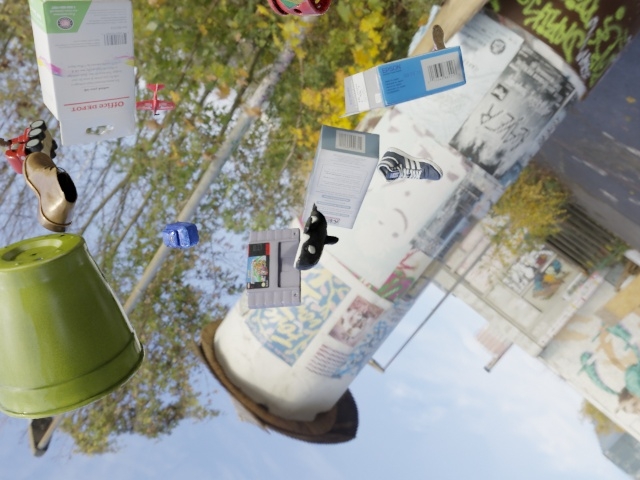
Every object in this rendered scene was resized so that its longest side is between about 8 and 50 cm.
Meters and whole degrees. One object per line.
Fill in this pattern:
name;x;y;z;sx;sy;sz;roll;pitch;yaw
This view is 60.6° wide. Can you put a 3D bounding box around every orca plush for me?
orca plush;0.000;0.000;1.564;0.102;0.151;0.287;15;-161;0

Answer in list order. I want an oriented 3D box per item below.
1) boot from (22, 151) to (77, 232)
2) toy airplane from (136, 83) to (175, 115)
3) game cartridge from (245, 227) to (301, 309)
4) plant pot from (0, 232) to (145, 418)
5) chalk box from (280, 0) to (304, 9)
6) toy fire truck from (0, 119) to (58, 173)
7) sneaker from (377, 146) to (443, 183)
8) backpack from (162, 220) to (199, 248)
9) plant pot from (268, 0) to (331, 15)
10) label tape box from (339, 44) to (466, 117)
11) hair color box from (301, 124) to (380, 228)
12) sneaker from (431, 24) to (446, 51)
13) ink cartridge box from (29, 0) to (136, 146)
boot;-0.706;-0.160;1.458;0.112;0.115;0.305;10;-147;-47
toy airplane;-0.629;-0.537;2.081;0.151;0.151;0.028;23;-149;-46
game cartridge;-0.196;0.113;2.303;0.068;0.230;0.355;86;-178;-59
plant pot;-0.667;0.180;1.370;0.366;0.353;0.366;-7;-160;3
chalk box;-0.101;-0.811;1.499;0.289;0.180;0.179;12;-115;-62
toy fire truck;-1.145;-0.346;2.051;0.217;0.246;0.159;-112;7;-45
sneaker;0.385;-0.301;2.410;0.282;0.099;0.153;26;-126;18
backpack;-0.509;-0.013;2.002;0.120;0.098;0.101;3;-159;31
plant pot;-0.077;-0.837;1.812;0.174;0.191;0.191;4;174;30
label tape box;0.198;-0.426;1.493;0.333;0.240;0.106;-156;50;-70
hair color box;0.059;-0.196;1.801;0.185;0.374;0.114;9;-125;-6
sneaker;0.402;-0.676;1.876;0.067;0.042;0.119;-98;-10;-75
ink cartridge box;-0.580;-0.428;1.361;0.207;0.354;0.119;-19;-134;-36
